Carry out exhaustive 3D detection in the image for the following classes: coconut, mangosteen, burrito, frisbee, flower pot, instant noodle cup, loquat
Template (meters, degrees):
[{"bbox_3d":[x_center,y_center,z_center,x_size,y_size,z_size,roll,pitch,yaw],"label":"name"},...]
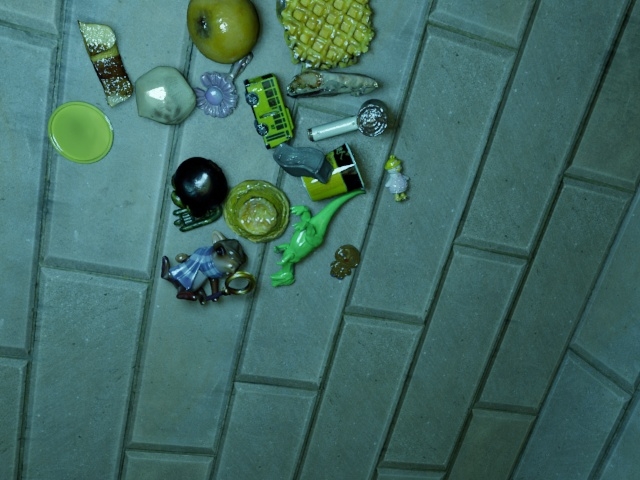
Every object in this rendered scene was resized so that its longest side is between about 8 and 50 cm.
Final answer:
[{"bbox_3d":[-0.582,-0.526,1.685,0.223,0.224,0.225,-3,108,-10],"label":"coconut"},{"bbox_3d":[-0.483,-0.213,1.798,0.242,0.243,0.243,-3,108,-10],"label":"mangosteen"},{"bbox_3d":[0.045,-0.614,1.790,0.347,0.175,0.107,-3,91,-10],"label":"burrito"},{"bbox_3d":[-0.920,-0.414,1.750,0.235,0.017,0.236,-3,109,-10],"label":"frisbee"},{"bbox_3d":[-0.070,-0.309,1.793,0.229,0.108,0.103,18,82,23],"label":"flower pot"},{"bbox_3d":[0.046,-0.271,1.897,0.235,0.216,0.216,-23,111,7],"label":"instant noodle cup"},{"bbox_3d":[-0.350,-0.770,1.623,0.262,0.263,0.264,-3,108,-10],"label":"loquat"}]

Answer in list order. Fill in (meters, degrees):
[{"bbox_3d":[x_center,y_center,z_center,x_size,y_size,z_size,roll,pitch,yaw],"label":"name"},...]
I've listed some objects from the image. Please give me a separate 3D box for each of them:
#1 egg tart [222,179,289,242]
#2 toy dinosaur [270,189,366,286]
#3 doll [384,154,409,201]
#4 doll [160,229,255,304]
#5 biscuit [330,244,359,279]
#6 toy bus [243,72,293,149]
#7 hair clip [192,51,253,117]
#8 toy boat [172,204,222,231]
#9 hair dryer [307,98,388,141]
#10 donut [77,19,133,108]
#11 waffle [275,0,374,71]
[{"bbox_3d":[-0.266,-0.117,1.916,0.293,0.123,0.295,-3,107,-9],"label":"egg tart"},{"bbox_3d":[0.000,0.000,2.022,0.499,0.144,0.375,-20,133,-22],"label":"toy dinosaur"},{"bbox_3d":[0.334,-0.276,2.003,0.129,0.081,0.208,-23,109,-23],"label":"doll"},{"bbox_3d":[-0.466,0.131,1.912,0.339,0.209,0.318,-33,114,-1],"label":"doll"},{"bbox_3d":[0.112,0.102,2.110,0.124,0.026,0.175,25,101,-17],"label":"biscuit"},{"bbox_3d":[-0.201,-0.506,1.781,0.149,0.128,0.262,-19,120,-3],"label":"toy bus"},{"bbox_3d":[-0.366,-0.616,1.764,0.173,0.069,0.300,36,98,-21],"label":"hair clip"},{"bbox_3d":[-0.514,-0.107,1.909,0.210,0.052,0.104,-18,108,-4],"label":"toy boat"},{"bbox_3d":[0.099,-0.470,1.859,0.361,0.203,0.128,-13,111,13],"label":"hair dryer"},{"bbox_3d":[-0.771,-0.646,1.647,0.112,0.151,0.295,-19,124,-19],"label":"donut"},{"bbox_3d":[0.023,-0.857,1.751,0.379,0.095,0.383,-15,107,-7],"label":"waffle"}]
